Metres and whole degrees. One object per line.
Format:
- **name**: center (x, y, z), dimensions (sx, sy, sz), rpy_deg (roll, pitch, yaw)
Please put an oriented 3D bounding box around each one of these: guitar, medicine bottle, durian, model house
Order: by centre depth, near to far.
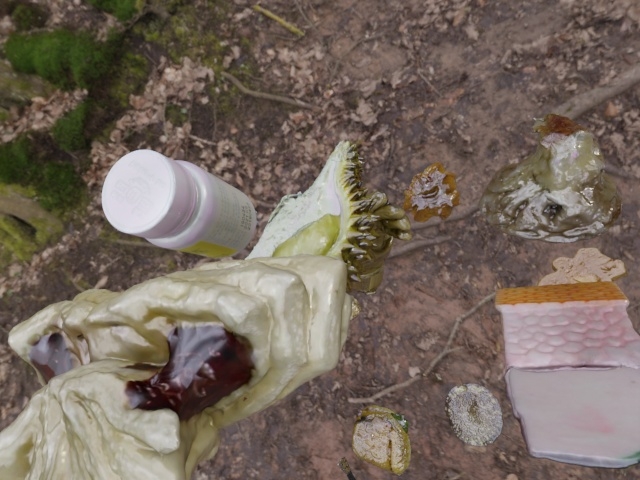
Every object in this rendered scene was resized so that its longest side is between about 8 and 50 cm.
- **durian**: center (0.000, 0.000, 0.604), dimensions (0.167, 0.172, 0.306), rpy_deg (29, 79, 16)
- **model house**: center (0.409, 0.189, 0.651), dimensions (0.203, 0.236, 0.237), rpy_deg (-14, 29, 27)
- **medicine bottle**: center (-0.326, -0.076, 1.014), dimensions (0.214, 0.379, 0.213), rpy_deg (-3, 80, 16)
- **guitar**: center (0.126, 0.873, 1.430), dimensions (0.038, 0.270, 0.084), rpy_deg (-18, 15, 49)

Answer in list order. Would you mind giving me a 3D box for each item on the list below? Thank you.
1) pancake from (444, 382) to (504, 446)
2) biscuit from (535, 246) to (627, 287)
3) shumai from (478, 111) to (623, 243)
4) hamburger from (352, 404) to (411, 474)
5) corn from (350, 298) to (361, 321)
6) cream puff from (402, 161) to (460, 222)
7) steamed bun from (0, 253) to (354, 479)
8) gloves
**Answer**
- **pancake**: center (0.486, 0.553, 1.291), dimensions (0.199, 0.021, 0.199), rpy_deg (-5, 82, 43)
- **biscuit**: center (0.713, 0.121, 1.128), dimensions (0.249, 0.035, 0.184), rpy_deg (-39, 38, -5)
- **shumai**: center (0.358, -0.100, 0.641), dimensions (0.206, 0.175, 0.166), rpy_deg (10, 53, 37)
- **hamburger**: center (0.189, 0.637, 1.297), dimensions (0.206, 0.130, 0.182), rpy_deg (-2, 85, 45)
- **corn**: center (0.030, 0.321, 1.576), dimensions (0.290, 0.098, 0.098), rpy_deg (-39, 45, 11)
- **cream puff**: center (0.488, -0.208, 1.767), dimensions (0.241, 0.155, 0.268), rpy_deg (7, 95, 18)
- **steamed bun**: center (-0.183, 0.155, 0.394), dimensions (0.429, 0.189, 0.246), rpy_deg (-12, 84, 25)
- **gloves**: center (0.121, -0.003, 0.971), dimensions (0.155, 0.330, 0.141), rpy_deg (3, 49, -3)
